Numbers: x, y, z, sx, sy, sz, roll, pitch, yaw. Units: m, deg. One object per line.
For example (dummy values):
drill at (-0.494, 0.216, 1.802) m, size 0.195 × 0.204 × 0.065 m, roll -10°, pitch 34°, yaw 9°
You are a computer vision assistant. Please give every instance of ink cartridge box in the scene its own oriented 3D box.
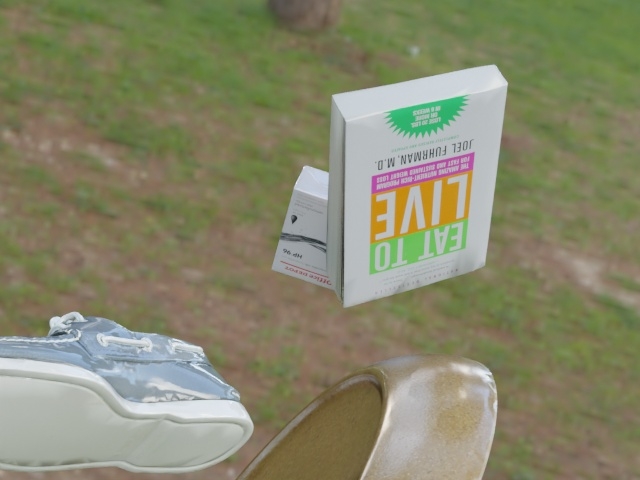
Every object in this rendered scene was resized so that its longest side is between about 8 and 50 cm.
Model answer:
ink cartridge box at (0.000, 0.000, 1.060) m, size 0.048 × 0.083 × 0.028 m, roll 18°, pitch 38°, yaw 3°

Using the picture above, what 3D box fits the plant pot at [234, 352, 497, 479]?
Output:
plant pot at (-0.023, 0.131, 0.630) m, size 0.032 × 0.236 × 0.236 m, roll 38°, pitch 8°, yaw -10°

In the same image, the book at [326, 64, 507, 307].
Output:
book at (0.054, -0.032, 0.983) m, size 0.096 × 0.144 × 0.035 m, roll -13°, pitch 47°, yaw -13°

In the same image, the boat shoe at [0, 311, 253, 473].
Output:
boat shoe at (-0.188, 0.113, 1.335) m, size 0.319 × 0.116 × 0.099 m, roll 16°, pitch 40°, yaw -47°
